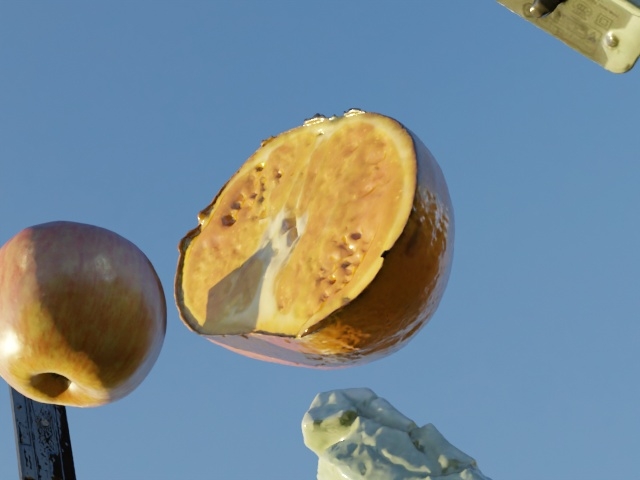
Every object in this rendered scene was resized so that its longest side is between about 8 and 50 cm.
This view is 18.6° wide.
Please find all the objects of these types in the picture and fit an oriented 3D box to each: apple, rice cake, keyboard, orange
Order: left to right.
[{"bbox_3d":[-0.269,0.176,1.881,0.061,0.204,0.013,15,-44,-35],"label":"keyboard"},{"bbox_3d":[-0.189,0.061,1.505,0.146,0.131,0.146,6,-38,5],"label":"apple"},{"bbox_3d":[0.001,0.004,1.909,0.274,0.274,0.310,-12,-19,-18],"label":"orange"},{"bbox_3d":[0.106,0.168,0.977,0.063,0.336,0.066,-38,-46,-23],"label":"rice cake"}]

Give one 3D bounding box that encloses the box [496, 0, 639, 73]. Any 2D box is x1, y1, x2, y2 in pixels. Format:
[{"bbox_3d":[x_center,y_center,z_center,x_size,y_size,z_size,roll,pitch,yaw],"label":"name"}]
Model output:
[{"bbox_3d":[0.055,-0.197,0.818,0.211,0.270,0.045,-54,-8,-36],"label":"box"}]
